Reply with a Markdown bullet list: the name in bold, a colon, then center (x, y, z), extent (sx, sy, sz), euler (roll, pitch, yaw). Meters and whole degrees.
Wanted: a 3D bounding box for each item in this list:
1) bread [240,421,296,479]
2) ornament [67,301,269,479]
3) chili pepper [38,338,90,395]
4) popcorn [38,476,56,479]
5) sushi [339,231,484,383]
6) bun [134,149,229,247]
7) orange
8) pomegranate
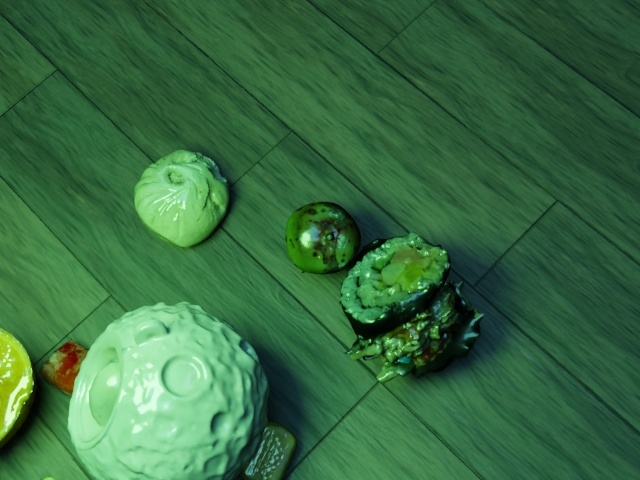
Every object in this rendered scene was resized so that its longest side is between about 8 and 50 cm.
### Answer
- **bread**: center (-0.094, 0.382, 1.506), extent (0.082, 0.056, 0.115), euler (23, 74, -9)
- **ornament**: center (-0.242, 0.276, 1.423), extent (0.337, 0.337, 0.337), euler (-2, 69, 5)
- **chili pepper**: center (-0.431, 0.257, 1.578), extent (0.192, 0.084, 0.086), euler (28, 107, 18)
- **popcorn**: center (-0.448, 0.493, 1.459), extent (0.135, 0.141, 0.162), euler (-36, 109, -11)
- **sushi**: center (0.161, 0.126, 1.519), extent (0.238, 0.219, 0.225), euler (-28, 29, 23)
- **bun**: center (-0.271, -0.094, 1.674), extent (0.178, 0.128, 0.193), euler (38, 75, 19)
- **orange**: center (-0.679, 0.270, 1.511), extent (0.310, 0.274, 0.274), euler (4, 65, -30)
- **pomegranate**: center (0.004, 0.005, 1.583), extent (0.148, 0.169, 0.148), euler (-2, 69, 6)
